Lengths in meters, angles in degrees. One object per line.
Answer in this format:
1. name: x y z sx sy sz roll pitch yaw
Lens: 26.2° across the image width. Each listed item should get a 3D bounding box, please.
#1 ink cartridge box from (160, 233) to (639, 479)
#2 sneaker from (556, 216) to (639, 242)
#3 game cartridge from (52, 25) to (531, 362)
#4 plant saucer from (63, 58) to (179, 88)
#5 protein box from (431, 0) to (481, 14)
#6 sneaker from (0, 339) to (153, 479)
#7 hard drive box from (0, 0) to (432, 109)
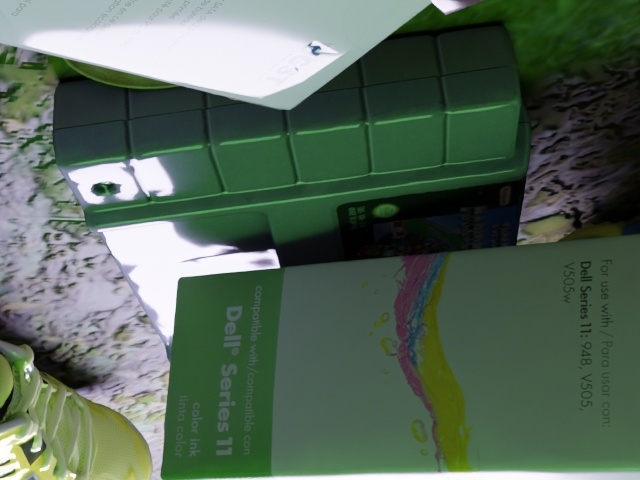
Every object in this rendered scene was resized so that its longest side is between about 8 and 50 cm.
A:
1. ink cartridge box: 0.118 0.089 0.737 0.353 0.119 0.207 -6 158 26
2. sneaker: 0.250 0.009 0.879 0.240 0.091 0.126 -8 176 2
3. game cartridge: 0.000 0.000 0.797 0.230 0.068 0.355 -4 158 3
4. plant saucer: -0.073 -0.093 0.602 0.083 0.015 0.083 -5 157 -2
5. protein box: 0.072 -0.176 0.202 0.201 0.200 0.136 -16 155 23
6. sneaker: -0.234 0.140 0.953 0.147 0.145 0.385 -18 156 28
7. hard drive box: -0.057 -0.135 0.411 0.232 0.089 0.181 11 152 -36
